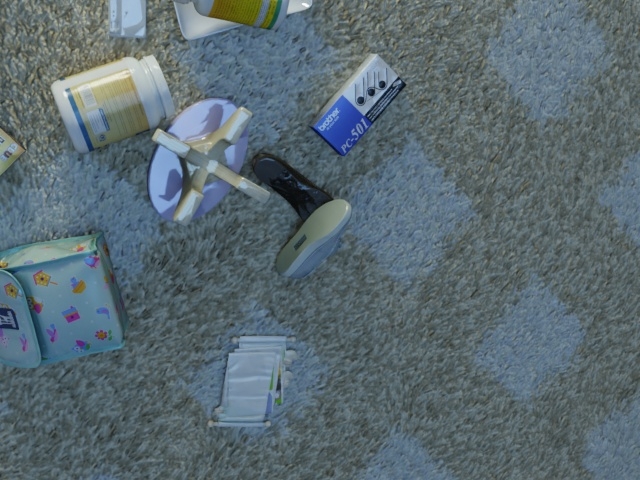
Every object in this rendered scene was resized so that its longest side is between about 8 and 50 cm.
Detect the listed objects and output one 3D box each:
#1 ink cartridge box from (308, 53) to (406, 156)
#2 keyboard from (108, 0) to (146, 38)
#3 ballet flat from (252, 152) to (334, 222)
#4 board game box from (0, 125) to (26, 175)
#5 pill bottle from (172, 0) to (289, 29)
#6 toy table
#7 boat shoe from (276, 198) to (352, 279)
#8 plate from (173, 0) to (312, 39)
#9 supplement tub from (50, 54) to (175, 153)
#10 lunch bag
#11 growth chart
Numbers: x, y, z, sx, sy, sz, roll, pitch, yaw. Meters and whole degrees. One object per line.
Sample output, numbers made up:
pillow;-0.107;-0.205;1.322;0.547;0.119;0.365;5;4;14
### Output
ink cartridge box;0.079;-0.289;1.800;0.097;0.046;0.207;42;88;-22
keyboard;-0.368;-0.518;1.608;0.072;0.014;0.256;-3;105;-23
ballet flat;-0.049;-0.105;1.804;0.250;0.058;0.084;37;104;-26
board game box;-0.695;-0.139;1.565;0.243;0.042;0.165;-46;109;-6
pill bottle;-0.170;-0.471;1.581;0.208;0.117;0.117;7;102;-20
toy table;-0.228;-0.150;1.671;0.252;0.161;0.274;17;97;-22
boat shoe;0.000;0.001;1.808;0.081;0.079;0.227;22;124;-40
plate;-0.175;-0.559;1.644;0.277;0.045;0.278;-19;109;-14
supplement tub;-0.390;-0.261;1.593;0.200;0.144;0.144;-22;110;-12
lunch bag;-0.530;0.120;1.641;0.262;0.160;0.223;-12;111;-4
growth chart;-0.146;0.318;1.894;0.172;0.021;0.237;11;100;-21
